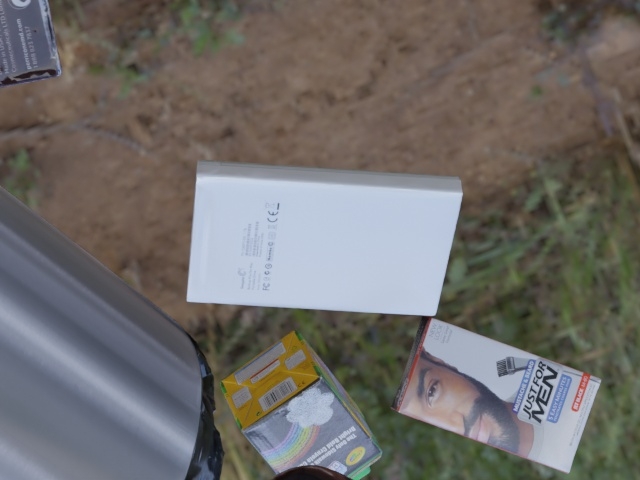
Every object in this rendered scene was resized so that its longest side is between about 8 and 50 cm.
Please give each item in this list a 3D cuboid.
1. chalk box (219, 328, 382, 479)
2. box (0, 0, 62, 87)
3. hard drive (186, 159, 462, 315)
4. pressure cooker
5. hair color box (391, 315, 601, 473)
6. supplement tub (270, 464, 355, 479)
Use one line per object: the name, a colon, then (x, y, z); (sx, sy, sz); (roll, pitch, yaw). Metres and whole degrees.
chalk box: (-0.014, 0.252, 2.145); (0.132, 0.213, 0.132); (-35, -148, 1)
box: (-0.345, -0.229, 1.481); (0.167, 0.168, 0.203); (-13, -163, -12)
hard drive: (0.000, 0.000, 1.913); (0.307, 0.203, 0.040); (3, -139, -6)
pressure cooker: (-0.322, 0.105, 1.054); (0.370, 0.420, 0.375); (-33, -147, 25)
hair color box: (0.159, 0.139, 1.458); (0.167, 0.093, 0.053); (19, 177, -5)
supplement tub: (0.033, 0.242, 1.209); (0.106, 0.106, 0.198); (-19, 149, 26)
